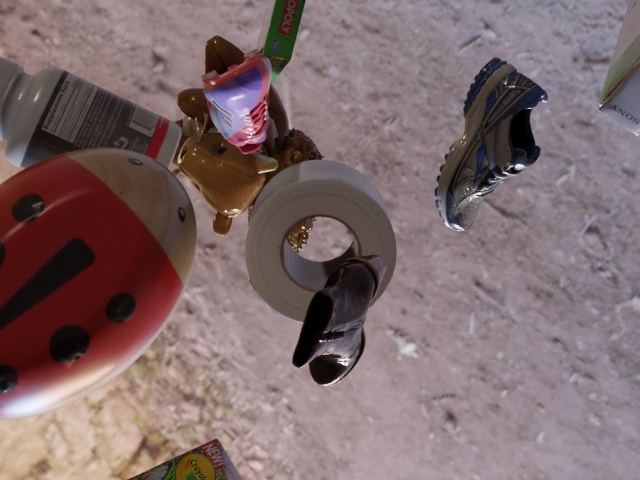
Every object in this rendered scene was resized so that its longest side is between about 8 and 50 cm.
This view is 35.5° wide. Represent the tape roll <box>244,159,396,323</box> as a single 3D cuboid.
[{"bbox_3d":[0.000,0.000,1.658,0.246,0.246,0.169,51,-172,-13],"label":"tape roll"}]

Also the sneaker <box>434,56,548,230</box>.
[{"bbox_3d":[0.125,-0.060,0.727,0.058,0.052,0.135,29,124,25],"label":"sneaker"}]

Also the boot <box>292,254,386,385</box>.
[{"bbox_3d":[0.003,0.139,1.443,0.090,0.207,0.248,30,117,16],"label":"boot"}]

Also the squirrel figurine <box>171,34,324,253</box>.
[{"bbox_3d":[-0.138,-0.153,1.988,0.397,0.281,0.370,34,-164,-25],"label":"squirrel figurine"}]

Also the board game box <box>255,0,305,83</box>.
[{"bbox_3d":[-0.059,-0.374,1.600,0.046,0.213,0.317,13,-179,-8],"label":"board game box"}]

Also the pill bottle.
[{"bbox_3d":[-0.404,-0.175,1.638,0.318,0.176,0.176,25,153,-14],"label":"pill bottle"}]

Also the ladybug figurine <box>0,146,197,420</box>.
[{"bbox_3d":[-0.354,0.056,1.332,0.305,0.449,0.162,45,166,-5],"label":"ladybug figurine"}]

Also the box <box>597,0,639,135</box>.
[{"bbox_3d":[0.389,-0.274,1.000,0.058,0.322,0.232,34,134,-1],"label":"box"}]

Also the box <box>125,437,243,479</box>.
[{"bbox_3d":[-0.174,0.408,1.024,0.290,0.279,0.177,-118,4,-57],"label":"box"}]

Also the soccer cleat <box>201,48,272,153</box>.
[{"bbox_3d":[-0.087,-0.154,1.152,0.095,0.083,0.248,62,172,-5],"label":"soccer cleat"}]
